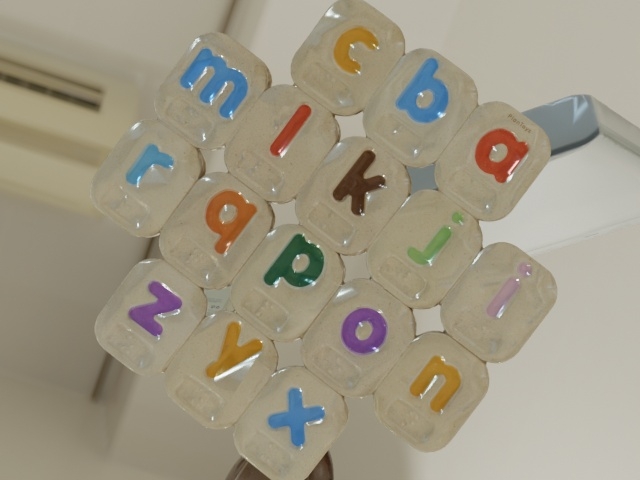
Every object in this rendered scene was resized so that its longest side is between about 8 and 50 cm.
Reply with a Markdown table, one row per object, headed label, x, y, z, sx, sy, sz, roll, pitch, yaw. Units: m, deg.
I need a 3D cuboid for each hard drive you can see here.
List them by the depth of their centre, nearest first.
| label | x | y | z | sx | sy | sz | roll | pitch | yaw |
| --- | --- | --- | --- | --- | --- | --- | --- | --- | --- |
| hard drive | 0.195 | -0.045 | 1.395 | 0.233 | 0.047 | 0.353 | -18 | 165 | 24 |

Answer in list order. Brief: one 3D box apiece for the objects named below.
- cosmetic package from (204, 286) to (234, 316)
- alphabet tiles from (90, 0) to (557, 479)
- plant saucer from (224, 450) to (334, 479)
| label | x | y | z | sx | sy | sz | roll | pitch | yaw |
| --- | --- | --- | --- | --- | --- | --- | --- | --- | --- |
| cosmetic package | -0.106 | 0.067 | 1.821 | 0.041 | 0.060 | 0.115 | 7 | -138 | 23 |
| alphabet tiles | 0.000 | 0.000 | 0.971 | 0.284 | 0.278 | 0.021 | 37 | -178 | 7 |
| plant saucer | -0.050 | 0.257 | 1.476 | 0.029 | 0.168 | 0.168 | 16 | -171 | 37 |
